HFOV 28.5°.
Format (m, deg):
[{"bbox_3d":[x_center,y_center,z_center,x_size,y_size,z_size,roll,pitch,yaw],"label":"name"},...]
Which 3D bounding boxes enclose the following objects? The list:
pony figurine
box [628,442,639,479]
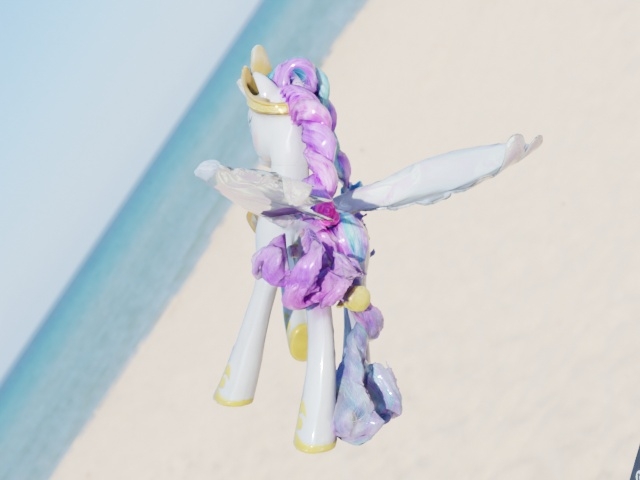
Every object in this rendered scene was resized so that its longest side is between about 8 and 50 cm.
[{"bbox_3d":[0.000,0.000,1.172,0.351,0.302,0.364,15,107,61],"label":"pony figurine"},{"bbox_3d":[0.296,0.180,0.778,0.158,0.156,0.093,23,98,66],"label":"box"}]
